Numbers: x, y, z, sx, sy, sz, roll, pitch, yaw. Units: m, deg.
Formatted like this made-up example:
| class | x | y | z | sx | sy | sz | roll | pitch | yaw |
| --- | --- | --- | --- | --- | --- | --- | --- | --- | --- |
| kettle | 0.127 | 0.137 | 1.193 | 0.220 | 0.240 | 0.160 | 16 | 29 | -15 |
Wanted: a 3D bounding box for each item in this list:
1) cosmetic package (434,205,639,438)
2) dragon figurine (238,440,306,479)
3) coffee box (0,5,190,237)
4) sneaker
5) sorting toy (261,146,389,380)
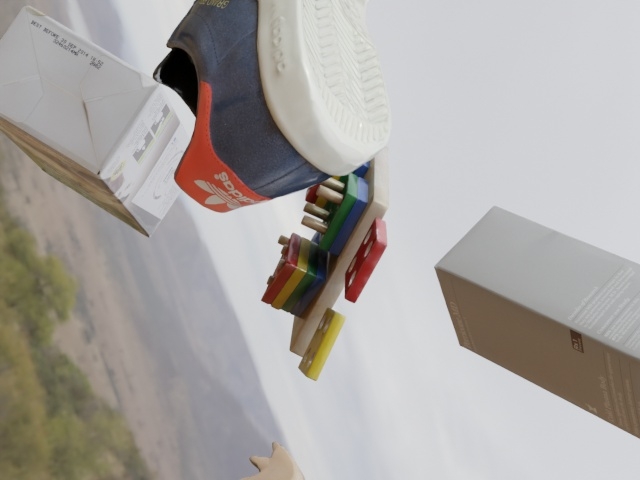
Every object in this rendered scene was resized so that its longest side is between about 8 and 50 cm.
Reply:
| class | x | y | z | sx | sy | sz | roll | pitch | yaw |
| --- | --- | --- | --- | --- | --- | --- | --- | --- | --- |
| cosmetic package | 0.231 | 0.073 | 1.127 | 0.238 | 0.107 | 0.127 | 22 | -33 | 41 |
| dragon figurine | 0.024 | 0.194 | 0.624 | 0.289 | 0.085 | 0.144 | 15 | -35 | 41 |
| coffee box | -0.249 | -0.120 | 1.348 | 0.168 | 0.119 | 0.297 | 31 | -8 | 8 |
| sneaker | -0.043 | -0.163 | 0.856 | 0.131 | 0.148 | 0.350 | 41 | 34 | -32 |
| sorting toy | 0.000 | 0.000 | 0.891 | 0.132 | 0.046 | 0.274 | -61 | -172 | 21 |
